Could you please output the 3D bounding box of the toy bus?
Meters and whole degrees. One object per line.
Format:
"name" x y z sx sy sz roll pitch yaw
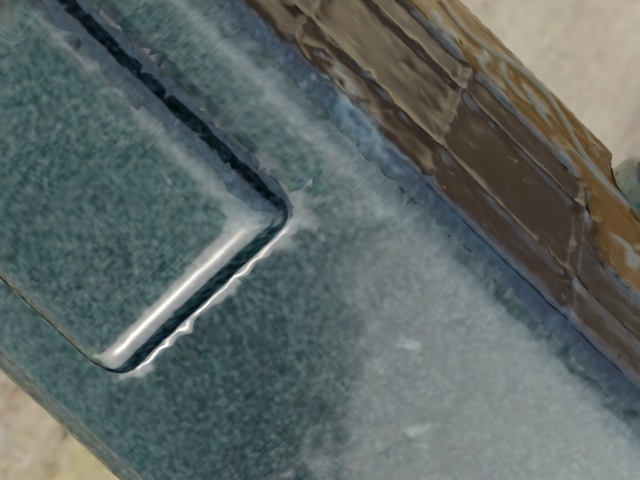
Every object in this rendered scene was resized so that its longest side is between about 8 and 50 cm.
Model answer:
"toy bus" 0.000 0.000 0.619 0.162 0.323 0.194 -43 -171 24
